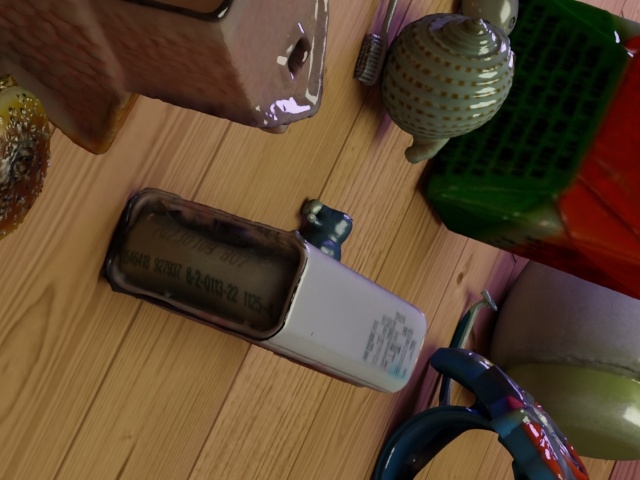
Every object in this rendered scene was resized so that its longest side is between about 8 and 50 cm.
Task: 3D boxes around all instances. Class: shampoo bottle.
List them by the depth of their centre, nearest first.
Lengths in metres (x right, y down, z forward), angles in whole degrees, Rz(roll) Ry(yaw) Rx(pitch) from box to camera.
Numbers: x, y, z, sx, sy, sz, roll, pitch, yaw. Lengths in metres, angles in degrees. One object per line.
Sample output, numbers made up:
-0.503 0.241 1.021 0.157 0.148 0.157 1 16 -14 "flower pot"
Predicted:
0.428 0.164 2.417 0.322 0.322 0.317 47 55 -63 "shampoo bottle"

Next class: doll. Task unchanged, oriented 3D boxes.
0.000 0.000 1.720 0.076 0.050 0.083 34 77 -61 "doll"

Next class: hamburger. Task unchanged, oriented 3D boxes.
-0.244 -0.057 1.109 0.126 0.081 0.141 -54 151 -36 "hamburger"

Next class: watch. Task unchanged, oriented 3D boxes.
0.192 0.311 2.157 0.274 0.305 0.241 -43 152 6 "watch"

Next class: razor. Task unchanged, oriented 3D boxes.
0.206 0.165 2.288 0.191 0.037 0.068 -67 160 -8 "razor"

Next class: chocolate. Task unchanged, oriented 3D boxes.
0.356 -0.119 2.068 0.161 0.341 0.360 82 32 -62 "chocolate"

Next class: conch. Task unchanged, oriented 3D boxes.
0.128 -0.184 1.769 0.200 0.131 0.172 -42 -148 32 "conch"

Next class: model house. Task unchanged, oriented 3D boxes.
-0.108 -0.191 1.141 0.237 0.237 0.202 71 36 -60 "model house"

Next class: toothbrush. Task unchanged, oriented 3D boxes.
0.099 -0.343 1.733 0.029 0.024 0.354 14 94 -58 "toothbrush"

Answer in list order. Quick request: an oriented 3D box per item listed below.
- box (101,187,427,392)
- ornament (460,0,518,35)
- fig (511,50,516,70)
-0.040 0.053 1.498 0.112 0.190 0.369 -71 157 -7 "box"
0.211 -0.323 1.934 0.075 0.081 0.156 -8 118 -17 "ornament"
0.214 -0.217 1.975 0.084 0.098 0.082 28 61 -46 "fig"
